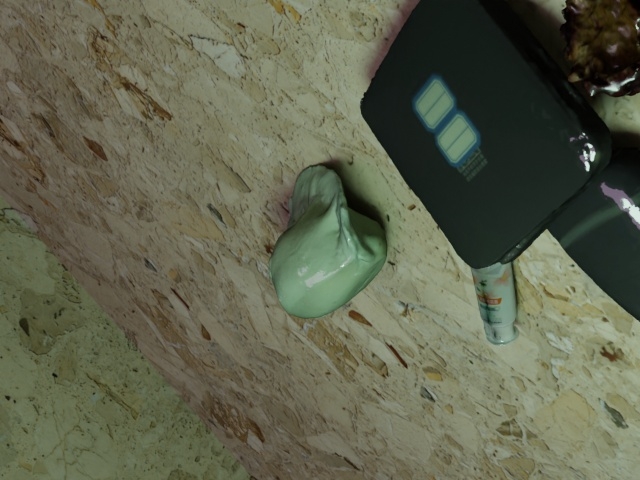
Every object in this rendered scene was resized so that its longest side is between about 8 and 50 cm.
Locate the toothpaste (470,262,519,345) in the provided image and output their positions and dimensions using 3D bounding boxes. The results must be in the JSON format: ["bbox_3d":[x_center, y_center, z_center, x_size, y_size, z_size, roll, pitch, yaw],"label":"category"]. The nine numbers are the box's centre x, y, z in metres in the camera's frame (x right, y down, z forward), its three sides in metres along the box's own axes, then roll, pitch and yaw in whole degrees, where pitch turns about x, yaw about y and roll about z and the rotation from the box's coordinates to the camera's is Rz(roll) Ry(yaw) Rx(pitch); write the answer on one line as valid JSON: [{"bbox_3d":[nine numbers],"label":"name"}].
[{"bbox_3d":[0.289,0.038,1.668,0.100,0.066,0.323,11,131,36],"label":"toothpaste"}]

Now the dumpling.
[{"bbox_3d":[0.016,0.025,1.843,0.212,0.270,0.321,32,129,-25],"label":"dumpling"}]

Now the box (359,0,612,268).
[{"bbox_3d":[0.221,-0.162,1.400,0.350,0.091,0.359,55,150,13],"label":"box"}]

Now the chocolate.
[{"bbox_3d":[0.357,-0.244,1.148,0.206,0.177,0.224,51,146,-12],"label":"chocolate"}]

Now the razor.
[{"bbox_3d":[0.482,0.027,1.386,0.349,0.113,0.204,43,146,1],"label":"razor"}]
